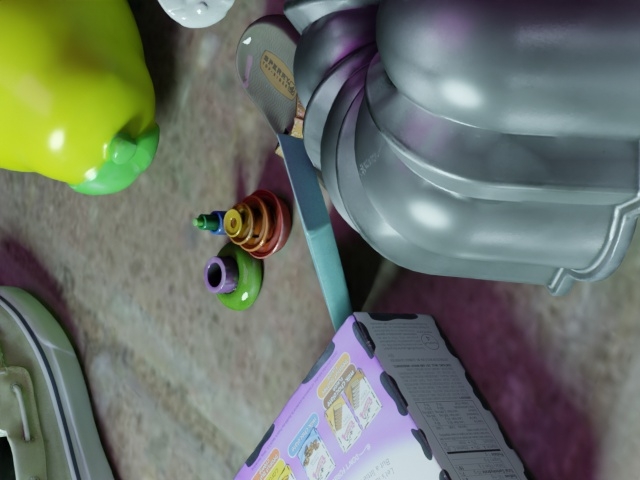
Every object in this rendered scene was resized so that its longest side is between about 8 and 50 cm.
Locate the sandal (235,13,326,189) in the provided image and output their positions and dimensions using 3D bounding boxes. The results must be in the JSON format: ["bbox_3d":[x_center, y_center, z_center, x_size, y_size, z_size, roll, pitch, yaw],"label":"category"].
[{"bbox_3d":[-0.004,-0.085,1.041,0.219,0.060,0.090,48,124,40],"label":"sandal"}]

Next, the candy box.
[{"bbox_3d":[0.046,0.170,0.963,0.165,0.070,0.196,-56,49,33],"label":"candy box"}]

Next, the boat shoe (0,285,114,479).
[{"bbox_3d":[-0.243,0.156,1.293,0.109,0.094,0.302,-56,50,33],"label":"boat shoe"}]

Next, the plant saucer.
[{"bbox_3d":[0.000,0.000,0.976,0.192,0.018,0.067,77,176,-68],"label":"plant saucer"}]

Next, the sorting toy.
[{"bbox_3d":[-0.063,0.003,1.123,0.102,0.042,0.061,-58,48,32],"label":"sorting toy"}]

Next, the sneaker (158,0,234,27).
[{"bbox_3d":[-0.108,-0.266,1.169,0.095,0.090,0.235,149,110,-77],"label":"sneaker"}]

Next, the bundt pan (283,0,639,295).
[{"bbox_3d":[0.061,-0.131,0.814,0.331,0.124,0.330,175,90,-76],"label":"bundt pan"}]

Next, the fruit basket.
[{"bbox_3d":[-0.259,-0.191,1.261,0.392,0.283,0.392,6,117,13],"label":"fruit basket"}]
